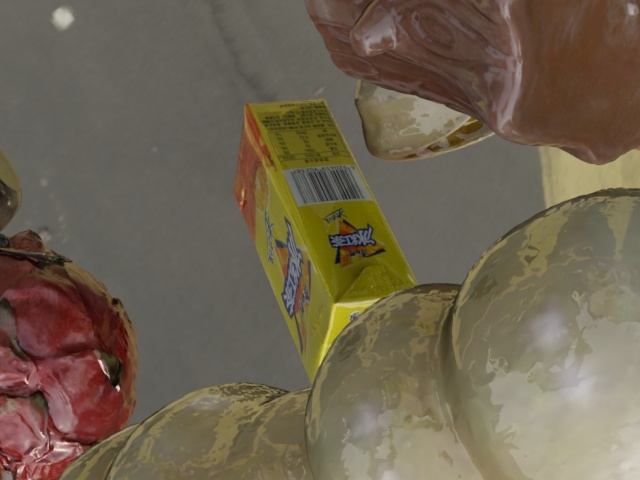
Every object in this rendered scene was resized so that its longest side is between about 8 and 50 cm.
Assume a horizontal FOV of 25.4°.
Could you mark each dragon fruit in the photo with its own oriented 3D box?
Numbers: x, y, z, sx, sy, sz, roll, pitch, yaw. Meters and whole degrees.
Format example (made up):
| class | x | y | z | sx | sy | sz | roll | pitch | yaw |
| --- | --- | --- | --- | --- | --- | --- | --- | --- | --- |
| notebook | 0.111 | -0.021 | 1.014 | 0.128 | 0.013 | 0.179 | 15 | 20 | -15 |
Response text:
| class | x | y | z | sx | sy | sz | roll | pitch | yaw |
| --- | --- | --- | --- | --- | --- | --- | --- | --- | --- |
| dragon fruit | -0.307 | 0.119 | 1.448 | 0.245 | 0.298 | 0.244 | -8 | 151 | -5 |

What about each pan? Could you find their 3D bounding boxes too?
| class | x | y | z | sx | sy | sz | roll | pitch | yaw |
| --- | --- | --- | --- | --- | --- | --- | --- | --- | --- |
| pan | -0.431 | -0.109 | 1.730 | 0.048 | 0.128 | 0.202 | -33 | 111 | 9 |

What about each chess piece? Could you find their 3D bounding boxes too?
| class | x | y | z | sx | sy | sz | roll | pitch | yaw |
| --- | --- | --- | --- | --- | --- | --- | --- | --- | --- |
| chess piece | 0.032 | 0.072 | 0.448 | 0.143 | 0.142 | 0.261 | 46 | 126 | -8 |

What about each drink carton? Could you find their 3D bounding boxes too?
| class | x | y | z | sx | sy | sz | roll | pitch | yaw |
| --- | --- | --- | --- | --- | --- | --- | --- | --- | --- |
| drink carton | 0.000 | 0.000 | 1.646 | 0.111 | 0.351 | 0.154 | -7 | 134 | -19 |

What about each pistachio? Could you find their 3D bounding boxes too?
| class | x | y | z | sx | sy | sz | roll | pitch | yaw |
| --- | --- | --- | --- | --- | --- | --- | --- | --- | --- |
| pistachio | 0.125 | -0.152 | 1.556 | 0.130 | 0.131 | 0.206 | 22 | 158 | -39 |

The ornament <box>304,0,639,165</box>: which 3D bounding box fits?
| class | x | y | z | sx | sy | sz | roll | pitch | yaw |
| --- | --- | --- | --- | --- | --- | --- | --- | --- | --- |
| ornament | 0.125 | -0.166 | 0.939 | 0.218 | 0.235 | 0.221 | 23 | 165 | 47 |
